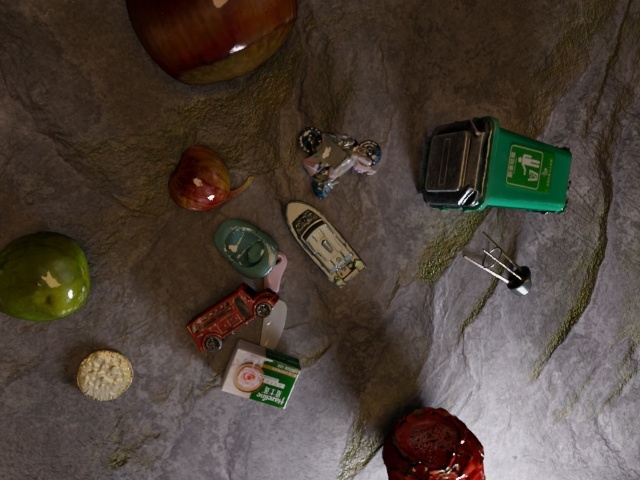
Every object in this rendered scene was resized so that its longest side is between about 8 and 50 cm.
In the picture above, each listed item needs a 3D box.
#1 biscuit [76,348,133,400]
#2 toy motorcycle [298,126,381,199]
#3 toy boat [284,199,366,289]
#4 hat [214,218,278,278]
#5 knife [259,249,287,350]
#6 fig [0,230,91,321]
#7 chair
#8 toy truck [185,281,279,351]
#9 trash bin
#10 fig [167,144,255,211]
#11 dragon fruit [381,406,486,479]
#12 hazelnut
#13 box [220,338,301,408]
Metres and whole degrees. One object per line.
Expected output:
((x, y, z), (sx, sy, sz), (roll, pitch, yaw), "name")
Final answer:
((-0.600, 0.374, 1.398), (0.152, 0.020, 0.152), (-1, 94, -12), "biscuit")
((0.044, -0.209, 1.448), (0.239, 0.108, 0.204), (11, 87, 13), "toy motorcycle")
((0.002, 0.001, 1.441), (0.114, 0.122, 0.296), (-41, 100, -6), "toy boat")
((-0.204, 0.020, 1.423), (0.191, 0.078, 0.138), (41, 99, 1), "hat")
((-0.139, 0.193, 1.479), (0.081, 0.043, 0.335), (3, 99, -16), "knife")
((-0.733, 0.077, 1.251), (0.314, 0.233, 0.233), (17, 91, -7), "fig")
((0.572, 0.074, 1.580), (0.221, 0.104, 0.095), (39, 69, -9), "chair")
((-0.240, 0.201, 1.398), (0.253, 0.107, 0.114), (-34, 93, 4), "toy truck")
((0.505, -0.194, 1.469), (0.381, 0.295, 0.259), (8, 92, -22), "trash bin")
((-0.299, -0.149, 1.361), (0.207, 0.175, 0.175), (31, 88, -31), "fig")
((0.336, 0.654, 1.475), (0.296, 0.295, 0.301), (-25, 102, -9), "dragon fruit")
((-0.266, -0.592, 1.219), (0.421, 0.352, 0.420), (0, 137, 0), "hazelnut")
((-0.171, 0.385, 1.450), (0.199, 0.081, 0.135), (21, 97, -10), "box")
